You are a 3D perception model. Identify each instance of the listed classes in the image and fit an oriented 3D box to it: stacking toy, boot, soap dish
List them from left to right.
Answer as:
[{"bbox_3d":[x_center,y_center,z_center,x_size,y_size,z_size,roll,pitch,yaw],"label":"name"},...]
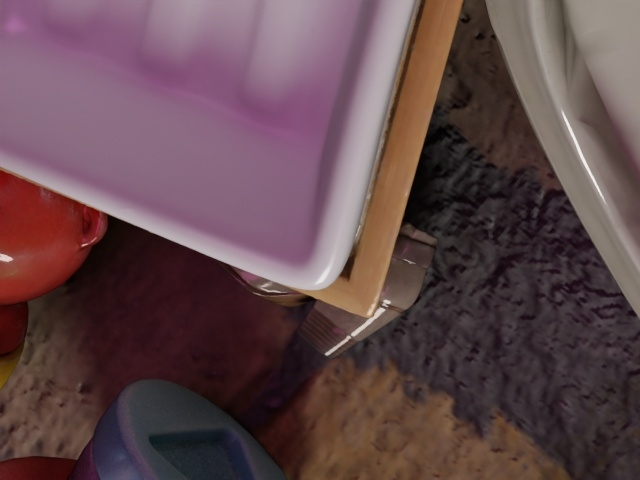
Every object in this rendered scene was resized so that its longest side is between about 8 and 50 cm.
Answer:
[{"bbox_3d":[-0.139,0.078,0.893,0.130,0.279,0.309,-44,81,18],"label":"stacking toy"},{"bbox_3d":[-0.067,-0.122,0.880,0.291,0.118,0.229,22,114,17],"label":"soap dish"},{"bbox_3d":[0.000,0.000,0.965,0.118,0.042,0.087,39,98,14],"label":"boot"}]

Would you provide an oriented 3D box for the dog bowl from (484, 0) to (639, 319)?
[{"bbox_3d":[0.231,-0.009,0.702,0.150,0.408,0.408,-34,79,-6],"label":"dog bowl"}]
